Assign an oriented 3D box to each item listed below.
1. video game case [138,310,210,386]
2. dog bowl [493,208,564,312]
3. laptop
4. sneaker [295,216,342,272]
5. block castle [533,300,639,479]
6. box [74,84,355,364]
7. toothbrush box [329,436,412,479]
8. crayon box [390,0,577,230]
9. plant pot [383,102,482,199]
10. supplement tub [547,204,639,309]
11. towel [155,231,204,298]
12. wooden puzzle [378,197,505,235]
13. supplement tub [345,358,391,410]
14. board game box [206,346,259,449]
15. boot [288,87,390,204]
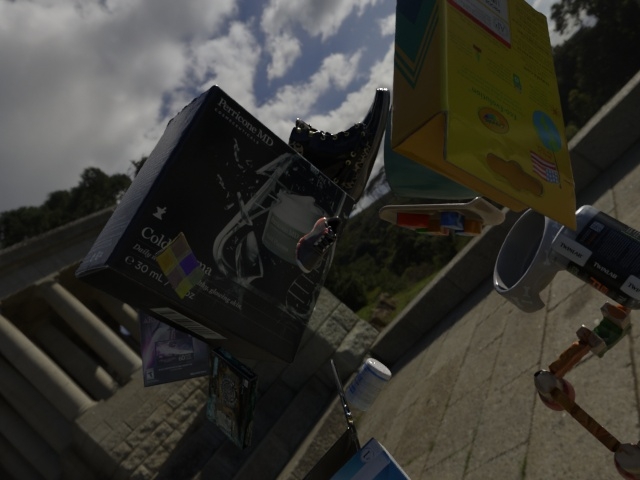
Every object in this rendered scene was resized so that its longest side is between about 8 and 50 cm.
[{"bbox_3d":[-0.447,0.289,1.440,0.195,0.275,0.026,-4,-7,-28],"label":"video game case"},{"bbox_3d":[0.666,0.047,1.479,0.349,0.102,0.349,23,-90,-90],"label":"dog bowl"},{"bbox_3d":[0.010,0.656,1.402,0.236,0.382,0.408,-16,32,-4],"label":"laptop"},{"bbox_3d":[0.000,0.000,1.015,0.064,0.061,0.158,-21,32,46],"label":"sneaker"},{"bbox_3d":[0.757,0.293,1.080,0.453,0.303,0.212,-48,-44,4],"label":"block castle"},{"bbox_3d":[-0.232,-0.013,1.165,0.297,0.479,0.472,-12,50,50],"label":"box"},{"bbox_3d":[0.090,0.622,1.014,0.295,0.216,0.126,-42,-43,-7],"label":"toothbrush box"},{"bbox_3d":[0.182,-0.170,0.540,0.081,0.202,0.319,-32,45,51],"label":"crayon box"},{"bbox_3d":[0.313,-0.224,1.065,0.293,0.234,0.293,-30,-53,-50],"label":"plant pot"},{"bbox_3d":[0.495,0.035,0.784,0.117,0.190,0.117,-32,-36,-27],"label":"supplement tub"},{"bbox_3d":[-0.205,0.037,0.692,0.060,0.009,0.083,-51,-49,-45],"label":"towel"},{"bbox_3d":[0.421,-0.065,1.623,0.322,0.347,0.081,14,-105,-53],"label":"wooden puzzle"},{"bbox_3d":[0.115,0.346,1.134,0.107,0.071,0.071,-57,-8,5],"label":"supplement tub"},{"bbox_3d":[-0.190,0.333,0.998,0.026,0.126,0.187,-17,-55,-48],"label":"board game box"},{"bbox_3d":[0.052,-0.333,1.522,0.138,0.283,0.378,-65,-7,-75],"label":"boot"}]
